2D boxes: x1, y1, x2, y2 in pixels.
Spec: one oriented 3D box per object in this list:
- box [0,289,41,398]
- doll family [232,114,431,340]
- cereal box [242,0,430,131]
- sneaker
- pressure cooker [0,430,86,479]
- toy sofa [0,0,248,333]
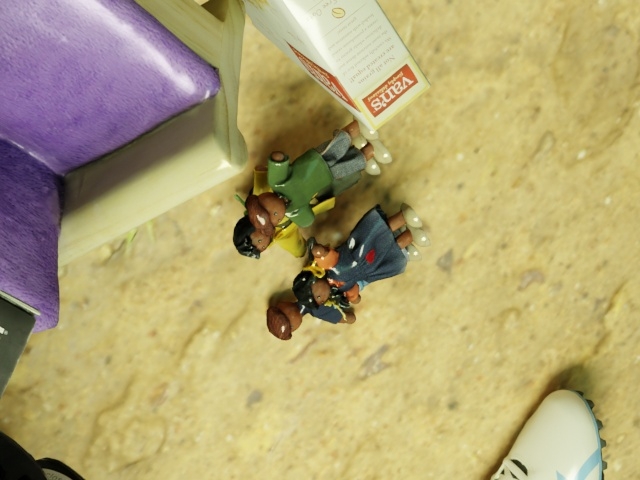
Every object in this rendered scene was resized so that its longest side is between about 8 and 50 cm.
[{"bbox_3d":[-0.309,0.004,0.726,0.242,0.307,0.076,35,69,-35],"label":"box"},{"bbox_3d":[0.000,0.000,1.021,0.111,0.076,0.193,-38,130,-9],"label":"doll family"},{"bbox_3d":[-0.048,-0.179,0.833,0.047,0.173,0.240,-38,126,-3],"label":"cereal box"},{"bbox_3d":[0.136,0.216,1.202,0.086,0.085,0.237,13,110,-36],"label":"sneaker"},{"bbox_3d":[-0.272,0.292,0.821,0.376,0.369,0.420,2,136,5],"label":"pressure cooker"},{"bbox_3d":[-0.205,-0.113,0.757,0.150,0.177,0.362,-27,134,32],"label":"toy sofa"}]
